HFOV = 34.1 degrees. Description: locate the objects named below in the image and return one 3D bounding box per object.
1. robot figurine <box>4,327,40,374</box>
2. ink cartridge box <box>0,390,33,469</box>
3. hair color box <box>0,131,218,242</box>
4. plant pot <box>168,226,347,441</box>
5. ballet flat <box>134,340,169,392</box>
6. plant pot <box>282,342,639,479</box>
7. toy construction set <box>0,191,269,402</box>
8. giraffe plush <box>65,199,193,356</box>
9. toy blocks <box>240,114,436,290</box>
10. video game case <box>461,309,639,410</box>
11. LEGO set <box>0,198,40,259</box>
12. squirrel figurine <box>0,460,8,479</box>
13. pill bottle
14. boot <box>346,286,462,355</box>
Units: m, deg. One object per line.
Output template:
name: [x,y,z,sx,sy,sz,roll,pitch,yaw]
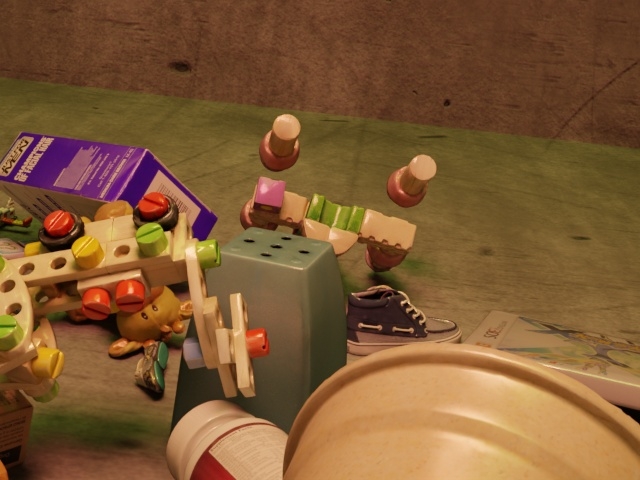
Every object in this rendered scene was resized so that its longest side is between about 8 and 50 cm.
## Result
robot figurine: [-0.397,0.131,1.303,0.101,0.067,0.115,-17,24,-11]
ink cartridge box: [-0.448,0.166,1.089,0.234,0.088,0.193,35,33,32]
hair color box: [-0.343,-0.067,1.636,0.339,0.110,0.185,10,-27,41]
plant pot: [-0.059,0.115,1.200,0.165,0.234,0.166,11,19,15]
ballet flat: [-0.215,0.165,1.321,0.041,0.041,0.114,4,18,-6]
plant pot: [0.059,0.285,0.672,0.334,0.334,0.305,14,31,22]
toy construction set: [-0.216,0.070,1.056,0.327,0.151,0.215,0,46,-6]
giraffe plush: [-0.262,0.074,1.430,0.210,0.181,0.170,36,7,-42]
toy blocks: [0.000,0.000,1.671,0.288,0.309,0.260,17,-15,-5]
video game case: [0.370,0.164,1.416,0.329,0.036,0.300,12,9,16]
LEGO set: [-0.561,-0.026,1.740,0.182,0.060,0.244,-6,21,-41]
squirrel figurine: [-0.398,0.258,0.702,0.397,0.281,0.370,-31,52,-11]
pill bottle: [-0.057,0.243,0.994,0.121,0.121,0.221,-6,20,-32]
boot: [0.123,0.112,1.496,0.190,0.086,0.069,-3,21,-26]
